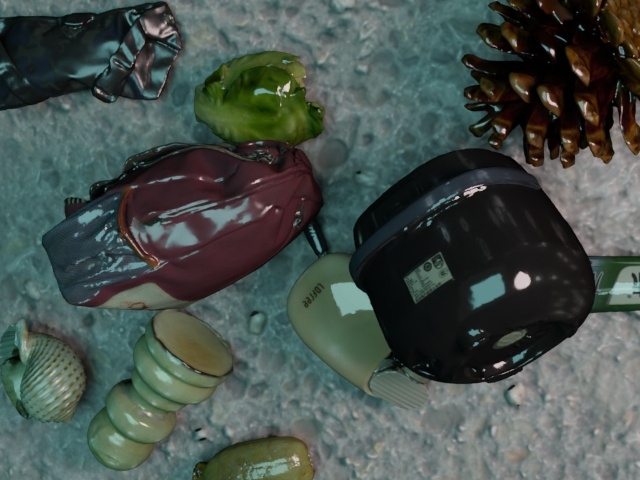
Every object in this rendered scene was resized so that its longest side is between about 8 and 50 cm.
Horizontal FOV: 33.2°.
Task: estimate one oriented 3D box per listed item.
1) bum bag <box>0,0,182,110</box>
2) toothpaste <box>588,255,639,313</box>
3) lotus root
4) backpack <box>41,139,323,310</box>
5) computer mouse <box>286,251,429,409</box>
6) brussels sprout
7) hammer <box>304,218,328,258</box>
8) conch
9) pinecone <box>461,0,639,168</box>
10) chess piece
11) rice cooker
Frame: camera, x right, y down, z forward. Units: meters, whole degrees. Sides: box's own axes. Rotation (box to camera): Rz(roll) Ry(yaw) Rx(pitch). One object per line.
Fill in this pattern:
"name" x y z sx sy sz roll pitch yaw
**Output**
"bum bag" -0.343 -0.253 1.485 0.310 0.074 0.137 -3 85 11
"toothpaste" 0.344 0.053 1.340 0.392 0.061 0.098 -2 83 19
"lotus root" -0.098 0.325 1.499 0.183 0.077 0.090 -10 95 15
"backpack" -0.156 -0.032 1.357 0.317 0.283 0.197 -25 87 18
"computer mouse" 0.067 0.118 1.396 0.236 0.082 0.145 40 107 -8
"brussels sprout" -0.084 -0.175 1.418 0.181 0.100 0.139 -5 116 6
"hammer" 0.000 0.000 1.451 0.103 0.029 0.246 -21 90 18
"conch" -0.402 0.196 1.557 0.135 0.102 0.153 -31 66 34
"pinecone" 0.280 -0.201 1.228 0.264 0.264 0.264 2 99 16
"chess piece" -0.242 0.226 1.507 0.133 0.133 0.243 41 111 7
"rice cooker" 0.176 0.038 1.251 0.267 0.267 0.224 -32 62 18
